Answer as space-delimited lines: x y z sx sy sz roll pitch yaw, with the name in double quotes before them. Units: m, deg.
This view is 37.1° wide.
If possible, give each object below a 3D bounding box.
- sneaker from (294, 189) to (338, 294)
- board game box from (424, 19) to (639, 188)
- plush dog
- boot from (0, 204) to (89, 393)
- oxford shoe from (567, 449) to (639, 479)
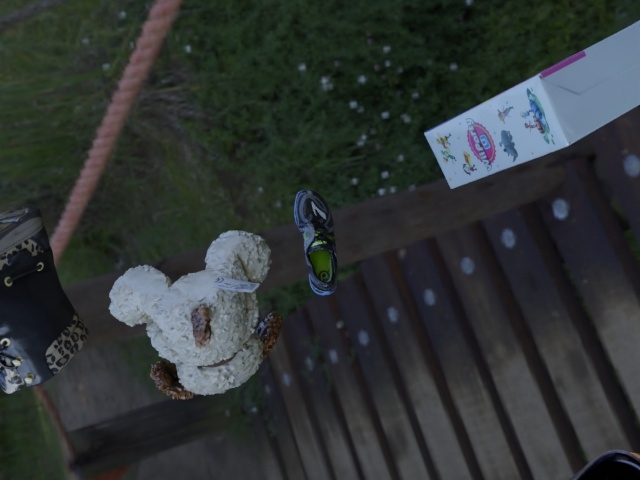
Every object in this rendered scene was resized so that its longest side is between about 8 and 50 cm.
"sneaker" 0.000 0.000 1.660 0.078 0.067 0.188 131 130 -78
"board game box" 0.306 -0.179 1.268 0.097 0.224 0.303 63 159 -1
"plush dog" -0.165 0.144 1.463 0.211 0.262 0.225 -119 8 -48
"boot" -0.582 0.144 1.621 0.138 0.377 0.284 10 131 40
"oxford shoe" 0.339 0.293 1.048 0.130 0.363 0.133 46 121 25
